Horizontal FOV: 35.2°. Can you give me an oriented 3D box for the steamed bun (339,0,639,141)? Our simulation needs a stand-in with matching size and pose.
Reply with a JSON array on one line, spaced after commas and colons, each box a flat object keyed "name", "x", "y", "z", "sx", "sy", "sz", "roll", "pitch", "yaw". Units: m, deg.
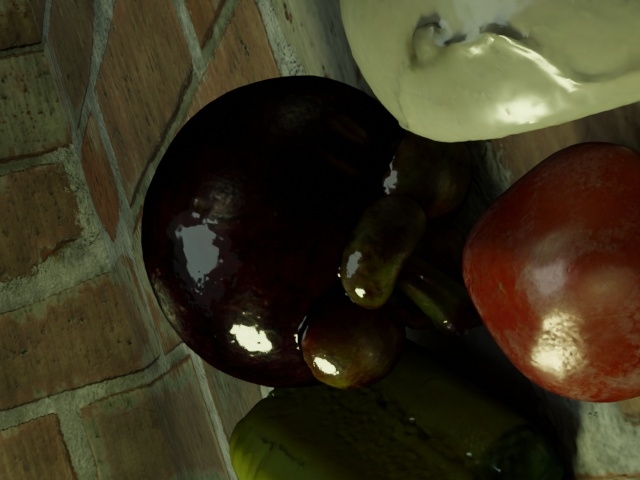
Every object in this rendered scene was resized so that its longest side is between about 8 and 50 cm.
[{"name": "steamed bun", "x": 0.135, "y": -0.167, "z": 0.481, "sx": 0.283, "sy": 0.283, "sz": 0.177, "roll": 5, "pitch": 117, "yaw": 67}]

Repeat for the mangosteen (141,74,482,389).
[{"name": "mangosteen", "x": 0.000, "y": 0.000, "z": 0.962, "sx": 0.347, "sy": 0.307, "sz": 0.306, "roll": 15, "pitch": 122, "yaw": 36}]

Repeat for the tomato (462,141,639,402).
[{"name": "tomato", "x": 0.181, "y": 0.014, "z": 0.684, "sx": 0.187, "sy": 0.151, "sz": 0.187, "roll": 170, "pitch": 90, "yaw": -70}]

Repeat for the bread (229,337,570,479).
[{"name": "bread", "x": 0.079, "y": 0.241, "z": 0.983, "sx": 0.376, "sy": 0.251, "sz": 0.208, "roll": 30, "pitch": 149, "yaw": 58}]
